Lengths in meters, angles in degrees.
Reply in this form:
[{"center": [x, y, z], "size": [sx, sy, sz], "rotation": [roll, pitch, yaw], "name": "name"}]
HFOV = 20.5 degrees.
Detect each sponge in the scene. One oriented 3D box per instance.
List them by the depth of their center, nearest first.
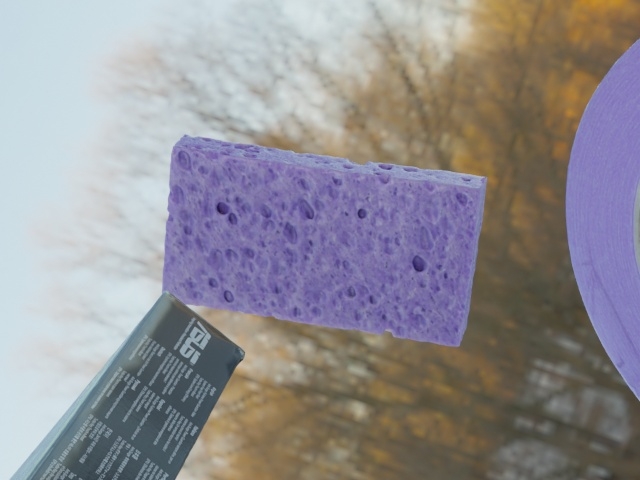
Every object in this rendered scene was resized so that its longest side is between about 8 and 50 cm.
[{"center": [0.000, 0.000, 1.186], "size": [0.031, 0.210, 0.117], "rotation": [-65, -18, -63], "name": "sponge"}]

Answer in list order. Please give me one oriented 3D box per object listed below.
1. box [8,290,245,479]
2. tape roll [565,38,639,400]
[{"center": [-0.109, 0.121, 0.582], "size": [0.184, 0.045, 0.191], "rotation": [-48, 4, 17], "name": "box"}, {"center": [0.258, -0.001, 0.869], "size": [0.090, 0.274, 0.275], "rotation": [-30, -35, -41], "name": "tape roll"}]
